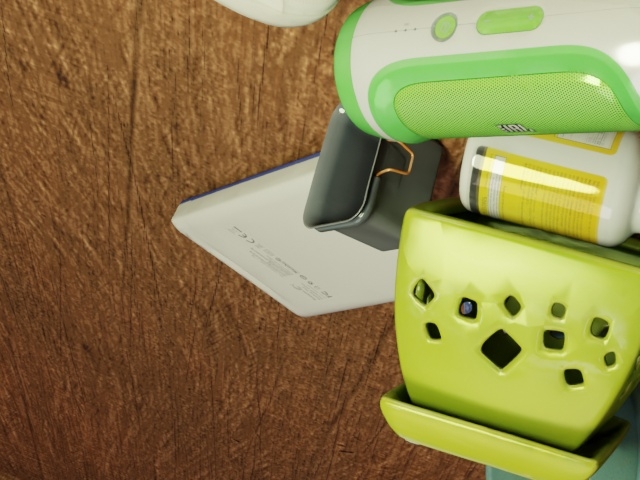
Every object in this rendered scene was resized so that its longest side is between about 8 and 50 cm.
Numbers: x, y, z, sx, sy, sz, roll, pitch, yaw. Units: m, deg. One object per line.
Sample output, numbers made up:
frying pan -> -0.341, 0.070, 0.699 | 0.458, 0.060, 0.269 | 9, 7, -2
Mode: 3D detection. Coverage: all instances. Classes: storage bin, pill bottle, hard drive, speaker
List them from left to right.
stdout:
hard drive -> 0.000, 0.000, 1.560 | 0.210, 0.040, 0.319 | 37, 154, -23
storage bin -> 0.060, -0.058, 1.326 | 0.091, 0.135, 0.098 | 28, 156, -34
speaker -> 0.157, -0.138, 1.089 | 0.297, 0.131, 0.131 | 1, 145, 40
pill bottle -> 0.217, -0.053, 1.217 | 0.184, 0.103, 0.103 | 16, 153, 18

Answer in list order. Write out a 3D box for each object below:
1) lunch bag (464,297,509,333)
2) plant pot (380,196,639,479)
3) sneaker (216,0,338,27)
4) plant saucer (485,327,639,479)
lunch bag -> 0.195, 0.068, 1.502 | 0.065, 0.067, 0.098 | 9, 149, 28
plant pot -> 0.186, 0.089, 1.290 | 0.228, 0.207, 0.227 | 15, -172, 18
sneaker -> -0.061, -0.273, 1.042 | 0.292, 0.108, 0.169 | 39, 153, -25
plant saucer -> 0.255, 0.220, 1.462 | 0.044, 0.317, 0.318 | 11, 161, -27
